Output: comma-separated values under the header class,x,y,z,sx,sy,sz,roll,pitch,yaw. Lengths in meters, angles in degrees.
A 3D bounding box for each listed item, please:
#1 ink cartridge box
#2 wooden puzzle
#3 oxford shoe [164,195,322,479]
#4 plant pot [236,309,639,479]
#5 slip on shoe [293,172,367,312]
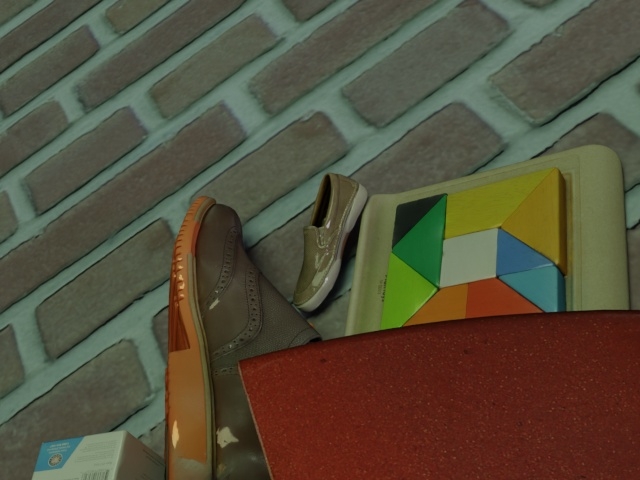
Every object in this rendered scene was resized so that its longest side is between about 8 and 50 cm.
class,x,y,z,sx,sy,sz,roll,pitch,yaw
ink cartridge box,-0.188,0.245,0.839,0.092,0.090,0.143,-12,50,24
wooden puzzle,0.135,0.020,0.859,0.239,0.044,0.220,-10,49,25
oxford shoe,-0.070,0.089,0.905,0.133,0.129,0.363,1,39,-8
plant pot,0.127,0.192,0.579,0.236,0.267,0.267,-23,44,-2
slip on shoe,0.000,0.000,0.945,0.051,0.041,0.135,4,66,60
